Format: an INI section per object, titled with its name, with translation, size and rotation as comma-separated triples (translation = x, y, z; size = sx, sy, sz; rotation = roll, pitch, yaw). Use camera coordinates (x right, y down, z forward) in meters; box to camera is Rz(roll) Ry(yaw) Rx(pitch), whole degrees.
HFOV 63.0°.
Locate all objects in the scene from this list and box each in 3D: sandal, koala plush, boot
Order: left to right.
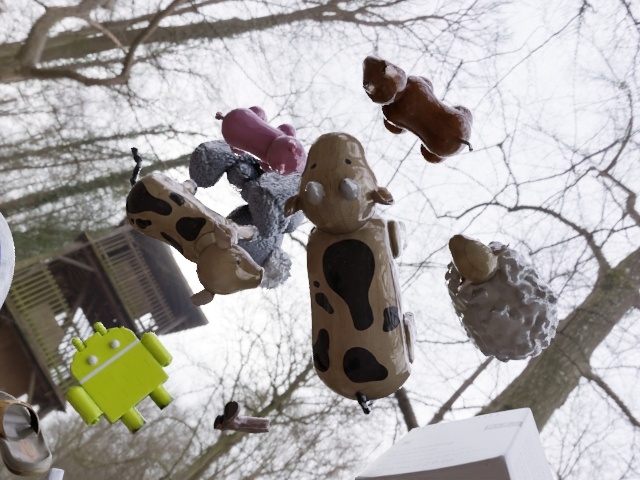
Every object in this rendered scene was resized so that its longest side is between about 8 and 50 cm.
[sandal]
translation = -0.431, 0.257, 0.734
size = 0.180, 0.072, 0.049
rotation = 28, -76, 33
[boot]
translation = -0.142, 0.357, 1.043
size = 0.106, 0.114, 0.037
rotation = -45, -145, 40
[koala plush]
translation = -0.100, -0.037, 0.862
size = 0.196, 0.203, 0.221
rotation = 35, -56, 25

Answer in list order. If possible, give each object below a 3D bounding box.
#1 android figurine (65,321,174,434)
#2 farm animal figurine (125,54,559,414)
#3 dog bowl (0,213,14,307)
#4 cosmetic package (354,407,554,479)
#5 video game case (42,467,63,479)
[android figurine]
translation = -0.488, 0.323, 1.268
size = 0.273, 0.248, 0.056
rotation = 50, -37, 5
[farm animal figurine]
translation = 0.000, 0.000, 0.463
size = 0.330, 0.172, 0.327
rotation = -23, -91, 14
[dog bowl]
translation = -0.567, 0.037, 0.702
size = 0.265, 0.265, 0.104
rotation = 46, -5, 17
[cosmetic package]
translation = 0.153, 0.276, 0.528
size = 0.151, 0.183, 0.152
rotation = -20, -102, 25
[video game case]
translation = -0.432, 0.464, 0.755
size = 0.183, 0.023, 0.201
rotation = -48, -147, 34
